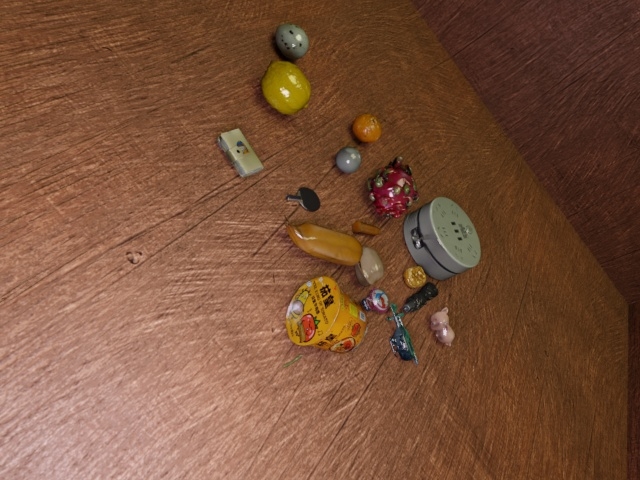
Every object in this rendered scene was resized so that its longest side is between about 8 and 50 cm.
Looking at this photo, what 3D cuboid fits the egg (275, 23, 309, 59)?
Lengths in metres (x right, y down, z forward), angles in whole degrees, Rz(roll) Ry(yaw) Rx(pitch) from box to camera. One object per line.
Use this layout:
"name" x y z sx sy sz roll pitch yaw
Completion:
"egg" -0.122 -0.821 2.076 0.131 0.131 0.164 -10 50 -47

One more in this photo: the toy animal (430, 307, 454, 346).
"toy animal" 0.475 0.339 1.961 0.089 0.083 0.150 -10 84 -60

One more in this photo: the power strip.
"power strip" 0.517 -0.009 2.153 0.357 0.161 0.358 23 51 -33

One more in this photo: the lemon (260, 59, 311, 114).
"lemon" -0.127 -0.566 1.870 0.193 0.180 0.181 20 53 -34

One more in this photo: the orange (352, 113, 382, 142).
"orange" 0.206 -0.486 2.183 0.135 0.117 0.136 22 57 -39

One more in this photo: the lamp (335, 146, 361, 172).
"lamp" 0.112 -0.319 1.998 0.105 0.105 0.105 23 51 -33

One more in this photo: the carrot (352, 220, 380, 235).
"carrot" 0.187 -0.043 1.941 0.139 0.048 0.048 10 59 -41

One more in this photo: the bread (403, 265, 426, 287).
"bread" 0.377 0.147 2.011 0.110 0.044 0.083 -9 76 -45

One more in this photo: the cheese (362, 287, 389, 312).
"cheese" 0.198 0.216 1.797 0.145 0.038 0.095 -11 74 -48

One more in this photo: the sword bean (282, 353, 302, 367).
"sword bean" -0.079 0.351 1.466 0.083 0.012 0.012 -21 81 -50

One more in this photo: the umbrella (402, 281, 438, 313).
"umbrella" 0.384 0.225 1.960 0.066 0.059 0.235 44 39 21

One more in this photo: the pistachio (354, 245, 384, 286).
"pistachio" 0.168 0.092 1.797 0.113 0.113 0.149 5 53 -42

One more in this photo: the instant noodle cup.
"instant noodle cup" 0.028 0.235 1.507 0.172 0.215 0.216 33 46 -37

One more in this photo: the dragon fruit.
"dragon fruit" 0.302 -0.213 2.066 0.273 0.218 0.199 -45 144 -53

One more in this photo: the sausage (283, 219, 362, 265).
"sausage" 0.001 0.004 1.689 0.328 0.112 0.112 19 54 -35

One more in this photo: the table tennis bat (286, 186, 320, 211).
"table tennis bat" -0.059 -0.148 1.793 0.158 0.014 0.095 1 66 -46

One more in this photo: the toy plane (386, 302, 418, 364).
"toy plane" 0.291 0.335 1.799 0.096 0.060 0.235 -2 71 -53

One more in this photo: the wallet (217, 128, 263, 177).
"wallet" -0.266 -0.286 1.661 0.155 0.039 0.110 57 38 -1
